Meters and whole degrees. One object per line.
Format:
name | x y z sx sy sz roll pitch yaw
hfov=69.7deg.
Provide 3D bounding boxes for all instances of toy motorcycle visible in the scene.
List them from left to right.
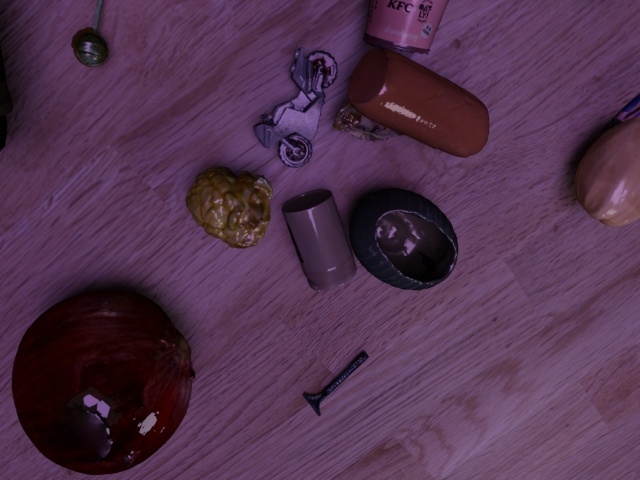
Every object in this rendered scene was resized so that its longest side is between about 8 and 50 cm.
toy motorcycle | -0.050 -0.247 0.846 0.122 0.080 0.216 14 103 -18

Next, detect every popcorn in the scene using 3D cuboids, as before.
popcorn | -0.163 -0.061 0.859 0.173 0.173 0.143 14 92 -16

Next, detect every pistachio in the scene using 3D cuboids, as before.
pistachio | 0.637 -0.146 0.975 0.157 0.157 0.230 16 99 -17

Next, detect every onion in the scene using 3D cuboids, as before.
onion | -0.397 0.274 0.872 0.340 0.341 0.342 -4 113 -9

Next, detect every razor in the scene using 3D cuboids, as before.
razor | 0.045 0.342 1.130 0.190 0.033 0.066 -45 71 5

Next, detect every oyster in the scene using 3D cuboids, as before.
oyster | 0.102 -0.239 0.884 0.177 0.056 0.106 -28 119 -19

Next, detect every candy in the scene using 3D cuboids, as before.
candy | -0.360 -0.385 0.746 0.061 0.061 0.203 14 100 -16

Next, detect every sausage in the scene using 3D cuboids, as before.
sausage | 0.194 -0.242 0.840 0.304 0.121 0.121 13 110 -33

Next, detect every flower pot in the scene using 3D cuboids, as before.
flower pot | 0.168 -0.002 0.936 0.243 0.157 0.189 35 94 -26

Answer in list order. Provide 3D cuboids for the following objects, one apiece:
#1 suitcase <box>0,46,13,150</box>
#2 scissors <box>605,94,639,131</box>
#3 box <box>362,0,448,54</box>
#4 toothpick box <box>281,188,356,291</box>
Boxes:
suitcase | -0.555 -0.301 0.620 0.194 0.283 0.435 -10 114 -27
scissors | 0.673 -0.277 1.005 0.113 0.012 0.039 -39 114 6
box | 0.146 -0.398 0.787 0.150 0.151 0.135 7 120 -14
toothpick box | 0.000 0.000 0.935 0.110 0.111 0.181 -20 113 -2
